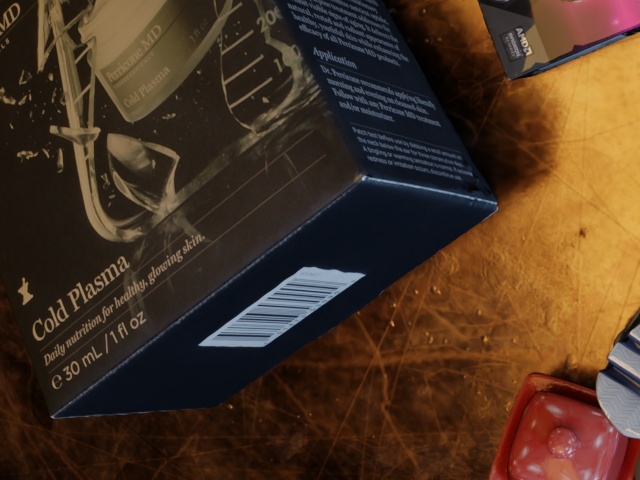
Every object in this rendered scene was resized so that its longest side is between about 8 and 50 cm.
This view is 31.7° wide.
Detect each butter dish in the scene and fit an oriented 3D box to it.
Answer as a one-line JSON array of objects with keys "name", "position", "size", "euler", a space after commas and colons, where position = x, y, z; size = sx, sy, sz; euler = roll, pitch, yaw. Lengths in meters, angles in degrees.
[{"name": "butter dish", "position": [0.285, 0.241, 1.310], "size": [0.160, 0.118, 0.160], "euler": [18, 80, 21]}]

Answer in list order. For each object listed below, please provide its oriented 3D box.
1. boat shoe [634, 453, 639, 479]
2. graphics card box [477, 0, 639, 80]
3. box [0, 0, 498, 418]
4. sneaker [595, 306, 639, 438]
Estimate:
[{"name": "boat shoe", "position": [0.500, 0.336, 1.270], "size": [0.320, 0.103, 0.118], "euler": [38, 126, 19]}, {"name": "graphics card box", "position": [0.334, -0.344, 1.198], "size": [0.371, 0.094, 0.233], "euler": [-20, 92, 28]}, {"name": "box", "position": [-0.141, -0.116, 1.298], "size": [0.480, 0.297, 0.472], "euler": [-37, 65, 27]}, {"name": "sneaker", "position": [0.404, 0.082, 1.241], "size": [0.127, 0.182, 0.315], "euler": [39, 85, 11]}]
